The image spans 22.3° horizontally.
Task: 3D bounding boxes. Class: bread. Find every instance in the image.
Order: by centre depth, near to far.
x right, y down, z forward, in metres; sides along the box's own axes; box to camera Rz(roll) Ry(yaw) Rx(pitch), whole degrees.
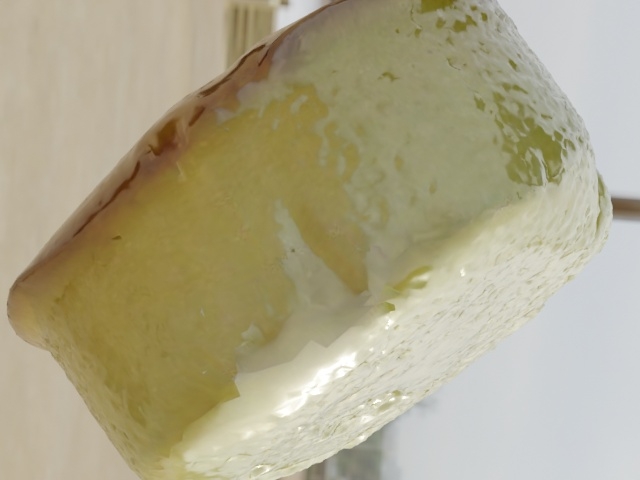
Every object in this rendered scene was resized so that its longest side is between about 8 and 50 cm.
[{"bbox_3d":[0.000,0.000,0.720,0.148,0.270,0.270,55,-11,17],"label":"bread"}]
